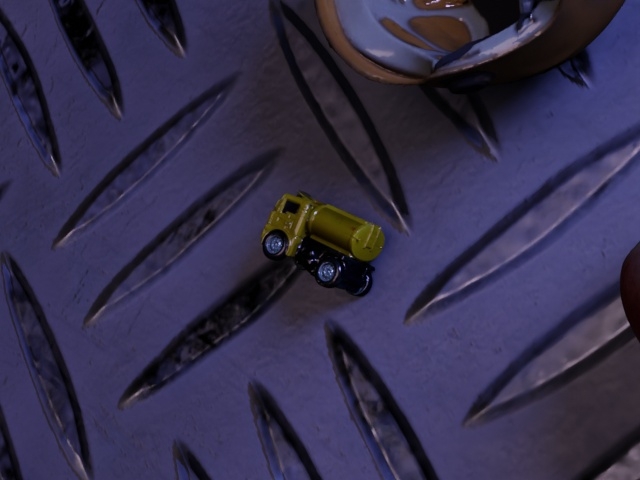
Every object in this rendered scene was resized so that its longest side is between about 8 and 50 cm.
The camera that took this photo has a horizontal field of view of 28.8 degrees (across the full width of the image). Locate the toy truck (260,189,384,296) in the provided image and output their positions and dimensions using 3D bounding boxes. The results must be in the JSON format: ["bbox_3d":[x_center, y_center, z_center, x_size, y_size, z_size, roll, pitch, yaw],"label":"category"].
[{"bbox_3d":[0.000,0.000,0.889,0.083,0.049,0.054,25,93,35],"label":"toy truck"}]

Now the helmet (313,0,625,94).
[{"bbox_3d":[0.115,-0.185,0.801,0.224,0.130,0.198,-24,64,40],"label":"helmet"}]

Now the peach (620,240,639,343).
[{"bbox_3d":[0.238,0.033,0.666,0.152,0.152,0.152,-8,75,33],"label":"peach"}]
